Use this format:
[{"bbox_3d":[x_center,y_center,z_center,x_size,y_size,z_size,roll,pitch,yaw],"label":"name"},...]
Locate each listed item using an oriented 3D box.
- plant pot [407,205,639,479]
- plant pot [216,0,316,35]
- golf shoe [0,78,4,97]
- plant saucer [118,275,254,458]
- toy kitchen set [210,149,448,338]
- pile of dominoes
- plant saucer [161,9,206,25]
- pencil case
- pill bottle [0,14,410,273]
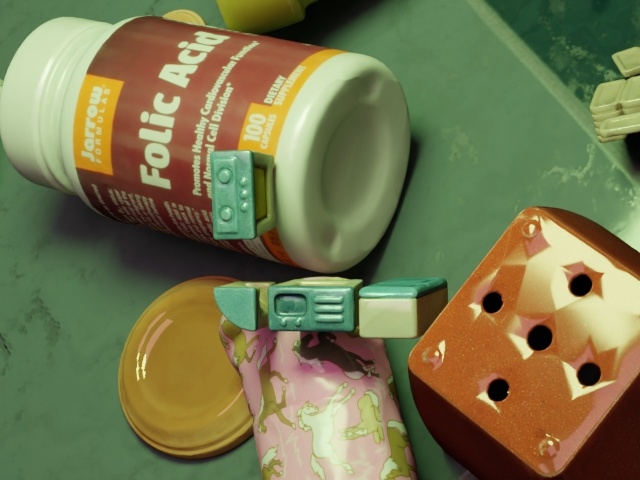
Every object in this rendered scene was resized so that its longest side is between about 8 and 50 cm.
[{"bbox_3d":[0.232,0.122,1.626,0.267,0.236,0.267,38,90,33],"label":"plant pot"},{"bbox_3d":[-0.014,-0.366,1.963,0.239,0.254,0.254,-16,62,5],"label":"plant pot"},{"bbox_3d":[-0.402,-0.104,2.157,0.086,0.069,0.176,32,89,13],"label":"golf shoe"},{"bbox_3d":[-0.129,0.128,1.925,0.200,0.037,0.200,-10,66,23],"label":"plant saucer"},{"bbox_3d":[0.000,0.000,1.656,0.207,0.122,0.166,-1,94,17],"label":"toy kitchen set"},{"bbox_3d":[0.384,-0.147,1.737,0.251,0.040,0.196,-9,25,23],"label":"pile of dominoes"},{"bbox_3d":[-0.167,-0.226,2.106,0.083,0.013,0.083,-10,66,23],"label":"plant saucer"},{"bbox_3d":[0.009,0.224,1.744,0.167,0.160,0.386,-12,63,3],"label":"pencil case"},{"bbox_3d":[-0.126,-0.112,1.911,0.392,0.224,0.224,13,76,30],"label":"pill bottle"}]
